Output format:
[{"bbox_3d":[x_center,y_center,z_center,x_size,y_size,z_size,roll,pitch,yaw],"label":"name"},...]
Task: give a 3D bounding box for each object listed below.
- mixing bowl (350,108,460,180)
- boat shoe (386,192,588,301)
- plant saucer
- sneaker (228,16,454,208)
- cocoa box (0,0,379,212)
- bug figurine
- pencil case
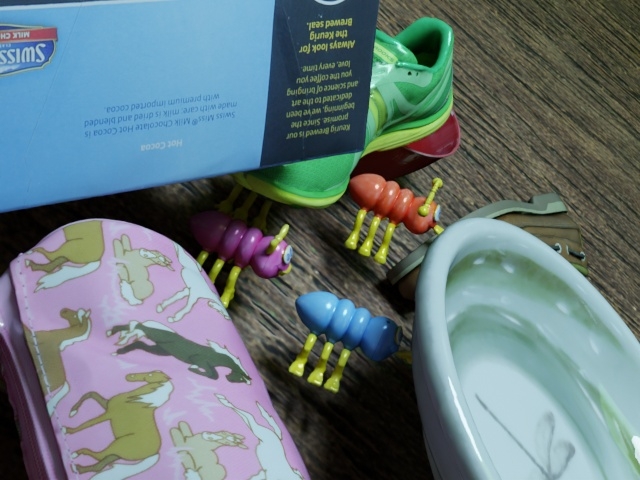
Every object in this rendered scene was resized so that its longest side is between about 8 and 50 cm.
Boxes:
[{"bbox_3d":[0.045,-0.128,1.266,0.181,0.098,0.181,29,37,-25],"label":"mixing bowl"},{"bbox_3d":[0.190,0.024,1.250,0.307,0.110,0.104,-17,73,-48],"label":"boat shoe"},{"bbox_3d":[0.185,0.174,0.981,0.400,0.100,0.400,37,33,-30],"label":"plant saucer"},{"bbox_3d":[0.019,-0.123,1.058,0.109,0.124,0.295,28,40,24],"label":"sneaker"},{"bbox_3d":[-0.156,-0.172,0.839,0.347,0.228,0.231,-13,27,-37],"label":"cocoa box"},{"bbox_3d":[0.000,0.000,1.048,0.216,0.072,0.279,22,35,1],"label":"bug figurine"},{"bbox_3d":[-0.085,0.153,0.683,0.167,0.160,0.386,-20,43,-12],"label":"pencil case"}]
